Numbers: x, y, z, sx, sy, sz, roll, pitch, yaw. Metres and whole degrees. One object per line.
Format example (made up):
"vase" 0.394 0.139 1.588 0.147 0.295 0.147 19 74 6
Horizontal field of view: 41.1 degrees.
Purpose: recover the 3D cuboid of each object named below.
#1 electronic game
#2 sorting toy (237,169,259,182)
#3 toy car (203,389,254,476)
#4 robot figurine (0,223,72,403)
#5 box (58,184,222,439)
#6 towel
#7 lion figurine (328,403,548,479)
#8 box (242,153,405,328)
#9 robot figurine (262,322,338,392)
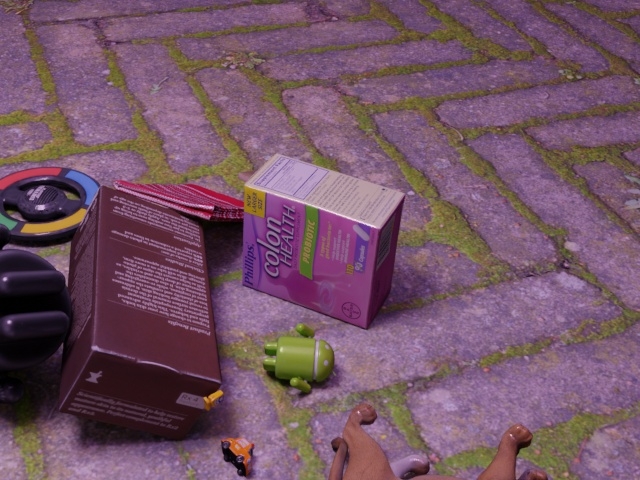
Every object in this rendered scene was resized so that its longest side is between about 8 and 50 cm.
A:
"electronic game" -0.524 -0.072 1.611 0.229 0.048 0.229 3 38 -2
"sorting toy" -0.073 -0.092 1.669 0.132 0.046 0.274 29 22 25
"toy car" -0.117 0.263 1.172 0.040 0.122 0.060 -30 31 -31
"robot figurine" -0.466 0.106 1.224 0.278 0.173 0.209 -15 42 44
"box" -0.275 0.099 1.297 0.191 0.143 0.381 21 29 -25
"towel" -0.226 -0.074 1.555 0.198 0.031 0.275 17 6 16
"lion figurine" 0.143 0.327 1.053 0.392 0.142 0.240 -5 24 30
"box" 0.000 0.000 1.442 0.243 0.214 0.117 19 39 17
"robot figurine" -0.031 0.183 1.320 0.115 0.067 0.101 5 65 0
